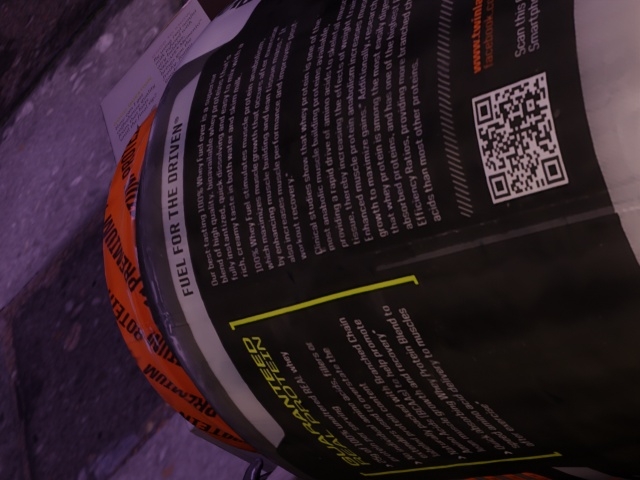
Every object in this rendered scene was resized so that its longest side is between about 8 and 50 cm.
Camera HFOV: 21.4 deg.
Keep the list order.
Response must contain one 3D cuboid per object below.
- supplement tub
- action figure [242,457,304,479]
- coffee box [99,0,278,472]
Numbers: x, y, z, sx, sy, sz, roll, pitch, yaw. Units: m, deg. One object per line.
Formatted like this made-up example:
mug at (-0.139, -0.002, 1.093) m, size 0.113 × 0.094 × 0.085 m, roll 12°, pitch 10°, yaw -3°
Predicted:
supplement tub at (0.077, -0.021, 0.561) m, size 0.338 × 0.207 × 0.207 m, roll -16°, pitch 51°, yaw 53°
action figure at (-0.001, 0.185, 0.742) m, size 0.141 × 0.164 × 0.276 m, roll -39°, pitch 23°, yaw 0°
coffee box at (0.000, 0.000, 0.897) m, size 0.119 × 0.168 × 0.297 m, roll -46°, pitch 35°, yaw 17°
